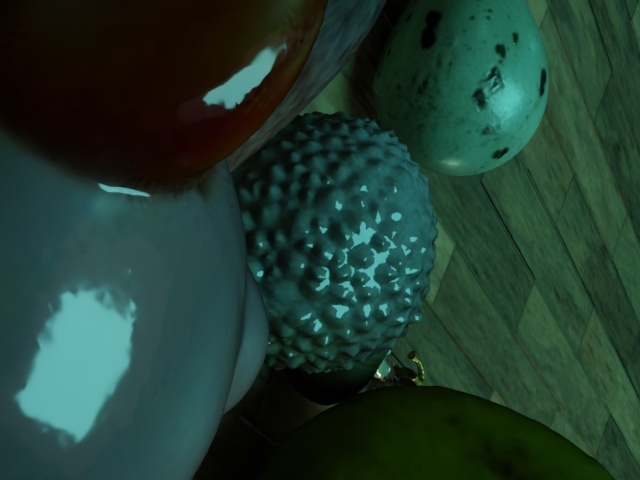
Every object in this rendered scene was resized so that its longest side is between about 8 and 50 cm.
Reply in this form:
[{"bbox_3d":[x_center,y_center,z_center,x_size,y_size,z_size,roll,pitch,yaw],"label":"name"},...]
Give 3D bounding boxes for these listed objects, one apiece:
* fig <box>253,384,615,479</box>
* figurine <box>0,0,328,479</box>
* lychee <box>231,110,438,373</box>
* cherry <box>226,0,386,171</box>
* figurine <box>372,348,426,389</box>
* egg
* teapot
[{"bbox_3d":[0.077,0.277,1.153,0.343,0.343,0.343,-42,140,-49],"label":"fig"},{"bbox_3d":[-0.140,0.016,0.567,0.211,0.269,0.261,-74,168,-45],"label":"figurine"},{"bbox_3d":[0.000,0.000,0.991,0.197,0.165,0.165,-6,111,-42],"label":"lychee"},{"bbox_3d":[-0.084,-0.133,0.718,0.239,0.206,0.239,-38,168,-10],"label":"cherry"},{"bbox_3d":[0.059,0.106,1.319,0.109,0.047,0.064,63,24,-47],"label":"figurine"},{"bbox_3d":[0.102,-0.128,1.181,0.131,0.131,0.164,45,40,-62],"label":"egg"},{"bbox_3d":[-0.007,0.067,1.160,0.110,0.085,0.080,22,108,-37],"label":"teapot"}]
